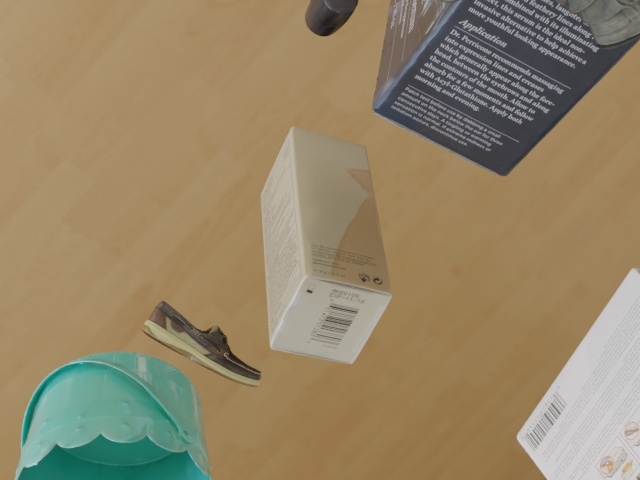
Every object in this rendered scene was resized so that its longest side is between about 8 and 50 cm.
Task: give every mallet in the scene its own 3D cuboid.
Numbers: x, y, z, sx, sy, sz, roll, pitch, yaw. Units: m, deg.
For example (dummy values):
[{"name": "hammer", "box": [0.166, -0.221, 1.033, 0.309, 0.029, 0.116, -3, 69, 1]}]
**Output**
[{"name": "mallet", "box": [-0.037, -0.274, 1.026, 0.039, 0.062, 0.189, -45, 102, -22]}]

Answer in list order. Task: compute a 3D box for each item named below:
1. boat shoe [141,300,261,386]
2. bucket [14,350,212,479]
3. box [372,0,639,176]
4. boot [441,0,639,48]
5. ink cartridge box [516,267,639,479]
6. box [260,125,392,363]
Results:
[{"name": "boat shoe", "box": [-0.130, 0.120, 1.269, 0.152, 0.056, 0.049, 30, 83, -16]}, {"name": "bucket", "box": [-0.284, 0.299, 1.522, 0.281, 0.183, 0.281, -4, 128, -5]}, {"name": "box", "box": [0.259, -0.330, 1.364, 0.212, 0.293, 0.395, 25, 136, -15]}, {"name": "boot", "box": [0.233, -0.239, 1.054, 0.161, 0.247, 0.083, 45, 55, -27]}, {"name": "ink cartridge box", "box": [0.404, 0.224, 1.405, 0.066, 0.261, 0.296, 20, 111, -29]}, {"name": "box", "box": [0.000, 0.000, 1.503, 0.121, 0.311, 0.148, 13, 131, -17]}]
